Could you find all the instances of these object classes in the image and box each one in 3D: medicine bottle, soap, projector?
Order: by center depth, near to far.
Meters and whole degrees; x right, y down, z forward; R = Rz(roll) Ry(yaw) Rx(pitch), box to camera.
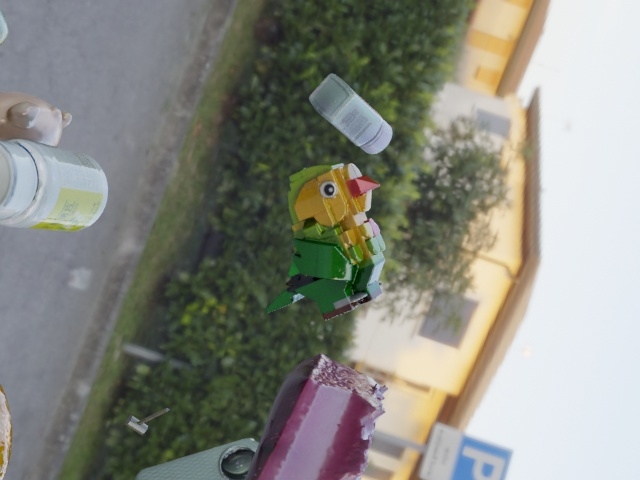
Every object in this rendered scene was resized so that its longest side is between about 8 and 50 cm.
[{"bbox_3d":[-0.017,0.278,1.001,0.325,0.127,0.220,-66,171,-54],"label":"soap"},{"bbox_3d":[0.047,-0.170,1.193,0.055,0.118,0.074,-48,-135,8],"label":"medicine bottle"},{"bbox_3d":[-0.468,-0.090,1.392,0.143,0.143,0.258,-71,162,3],"label":"medicine bottle"},{"bbox_3d":[-0.224,0.476,1.605,0.108,0.250,0.198,63,-28,32],"label":"projector"}]

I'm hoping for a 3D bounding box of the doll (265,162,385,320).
[{"bbox_3d":[0.008,0.001,0.999,0.106,0.134,0.186,-22,118,-64],"label":"doll"}]

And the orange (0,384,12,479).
[{"bbox_3d":[-0.621,0.297,1.294,0.312,0.312,0.312,19,90,-89],"label":"orange"}]

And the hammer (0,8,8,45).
[{"bbox_3d":[-0.525,-0.432,1.413,0.305,0.113,0.202,-45,121,-46],"label":"hammer"}]

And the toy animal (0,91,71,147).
[{"bbox_3d":[-0.643,-0.240,1.497,0.277,0.345,0.247,76,-5,-74],"label":"toy animal"}]

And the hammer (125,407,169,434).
[{"bbox_3d":[-0.286,0.299,1.451,0.110,0.035,0.019,-32,-152,39],"label":"hammer"}]
